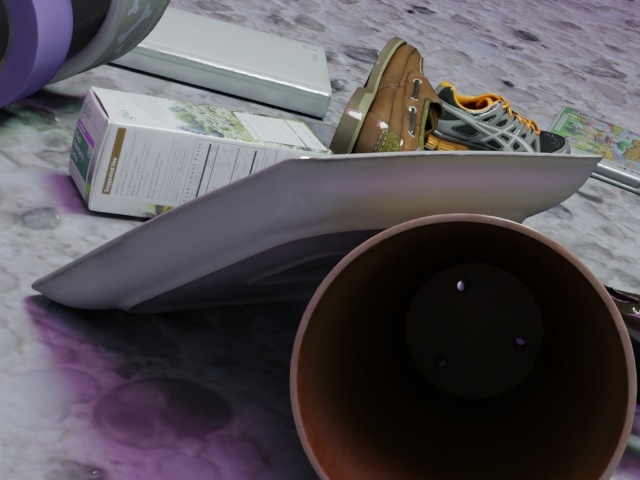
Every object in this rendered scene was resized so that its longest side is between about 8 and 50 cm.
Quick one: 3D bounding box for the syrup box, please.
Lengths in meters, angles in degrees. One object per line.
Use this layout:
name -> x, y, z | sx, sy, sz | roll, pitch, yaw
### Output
syrup box -> -0.117, -0.075, 1.523 | 0.237, 0.096, 0.093 | 6, 23, -25

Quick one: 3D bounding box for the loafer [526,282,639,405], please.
loafer -> 0.255, 0.080, 1.326 | 0.220, 0.080, 0.078 | 34, 42, 7

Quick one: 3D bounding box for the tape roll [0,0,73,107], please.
tape roll -> -0.352, -0.226, 1.579 | 0.189, 0.189, 0.080 | 22, 22, 10

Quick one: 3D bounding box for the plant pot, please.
plant pot -> 0.111, 0.086, 1.186 | 0.237, 0.237, 0.254 | 19, 8, 5

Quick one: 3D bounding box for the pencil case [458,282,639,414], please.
pencil case -> 0.209, 0.095, 1.392 | 0.206, 0.086, 0.088 | 17, 46, 2

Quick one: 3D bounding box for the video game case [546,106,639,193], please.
video game case -> 0.399, -0.117, 2.104 | 0.193, 0.023, 0.212 | 22, 22, 10

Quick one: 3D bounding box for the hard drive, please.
hard drive -> -0.143, -0.239, 1.967 | 0.307, 0.040, 0.203 | 13, 22, -9

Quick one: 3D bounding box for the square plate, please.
square plate -> 0.000, 0.000, 1.261 | 0.344, 0.049, 0.347 | -3, -13, -42

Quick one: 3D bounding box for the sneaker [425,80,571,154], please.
sneaker -> 0.223, -0.140, 1.951 | 0.215, 0.083, 0.084 | 10, 22, -22

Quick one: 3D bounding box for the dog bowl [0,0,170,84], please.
dog bowl -> -0.327, -0.321, 1.650 | 0.349, 0.349, 0.102 | 21, 34, 7

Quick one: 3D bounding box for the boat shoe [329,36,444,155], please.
boat shoe -> 0.090, -0.147, 1.854 | 0.104, 0.111, 0.307 | 23, 32, 3
